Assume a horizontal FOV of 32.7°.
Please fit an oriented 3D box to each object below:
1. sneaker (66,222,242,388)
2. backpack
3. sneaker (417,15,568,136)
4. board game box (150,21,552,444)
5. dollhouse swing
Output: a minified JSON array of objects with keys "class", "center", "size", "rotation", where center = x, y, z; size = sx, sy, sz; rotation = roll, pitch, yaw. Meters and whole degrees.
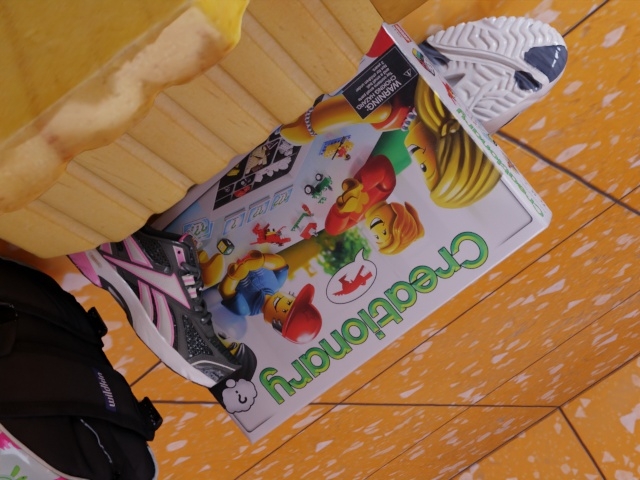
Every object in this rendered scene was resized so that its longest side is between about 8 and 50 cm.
[{"class":"sneaker","center":[-0.117,0.034,0.836],"size":[0.077,0.178,0.072],"rotation":[-41,-170,3]},{"class":"backpack","center":[-0.248,0.112,0.759],"size":[0.191,0.225,0.253],"rotation":[-32,161,-2]},{"class":"sneaker","center":[0.111,-0.092,0.924],"size":[0.235,0.094,0.153],"rotation":[-36,157,16]},{"class":"board game box","center":[0.000,0.000,0.859],"size":[0.305,0.193,0.053],"rotation":[-39,-179,21]},{"class":"dollhouse swing","center":[-0.096,-0.045,0.568],"size":[0.347,0.315,0.305],"rotation":[-34,136,9]}]
